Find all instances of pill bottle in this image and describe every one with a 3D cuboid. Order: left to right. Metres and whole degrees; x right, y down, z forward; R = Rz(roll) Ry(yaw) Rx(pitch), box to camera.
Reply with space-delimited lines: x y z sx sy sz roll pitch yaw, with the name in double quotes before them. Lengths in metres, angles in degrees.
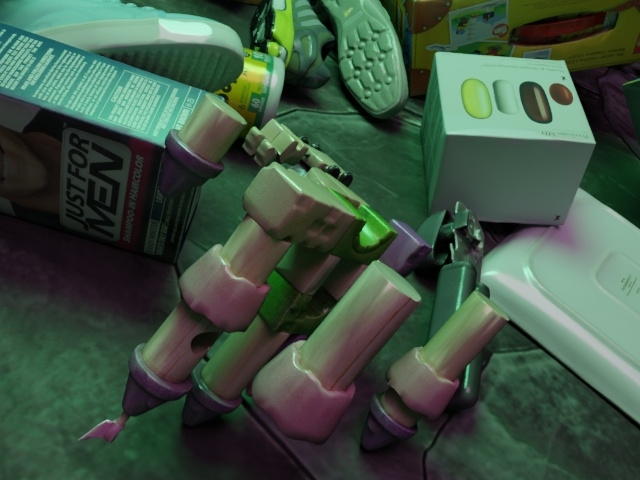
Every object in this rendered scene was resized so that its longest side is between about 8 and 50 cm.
"pill bottle" -0.160 -0.208 0.868 0.209 0.117 0.117 13 45 -13

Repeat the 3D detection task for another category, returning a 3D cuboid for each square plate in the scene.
"square plate" 0.416 0.073 0.915 0.344 0.049 0.347 40 46 15

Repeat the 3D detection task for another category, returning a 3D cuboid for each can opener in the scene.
"can opener" 0.149 0.068 0.796 0.076 0.095 0.283 51 41 -31

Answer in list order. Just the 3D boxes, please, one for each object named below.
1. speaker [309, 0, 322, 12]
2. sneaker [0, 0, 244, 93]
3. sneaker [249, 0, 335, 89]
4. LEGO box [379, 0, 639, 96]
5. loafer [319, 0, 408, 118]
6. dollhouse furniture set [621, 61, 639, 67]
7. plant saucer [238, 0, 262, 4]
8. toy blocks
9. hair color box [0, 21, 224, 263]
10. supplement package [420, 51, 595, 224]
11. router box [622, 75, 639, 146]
"speaker" -0.001 -0.480 1.183 0.055 0.136 0.055 13 45 -14
"sneaker" -0.262 -0.243 0.740 0.366 0.135 0.150 1 78 8
"sneaker" -0.042 -0.339 1.073 0.121 0.111 0.299 24 45 -22
"LEGO box" 0.363 -0.476 1.182 0.500 0.193 0.372 -9 50 -2
"loafer" 0.079 -0.330 1.098 0.111 0.112 0.319 23 46 -54
"dollhouse furniture set" 0.593 -0.524 1.556 0.356 0.174 0.303 33 38 -28
"plant saucer" -0.144 -0.499 1.209 0.200 0.037 0.200 13 45 -13
"toy blocks" -0.047 0.065 0.609 0.309 0.260 0.289 46 15 29
"hair color box" -0.290 -0.109 0.676 0.347 0.174 0.105 18 48 -8
"supplement package" 0.252 -0.147 0.944 0.194 0.149 0.203 3 46 1
"router box" 0.608 -0.139 1.062 0.243 0.081 0.308 -26 100 -40
